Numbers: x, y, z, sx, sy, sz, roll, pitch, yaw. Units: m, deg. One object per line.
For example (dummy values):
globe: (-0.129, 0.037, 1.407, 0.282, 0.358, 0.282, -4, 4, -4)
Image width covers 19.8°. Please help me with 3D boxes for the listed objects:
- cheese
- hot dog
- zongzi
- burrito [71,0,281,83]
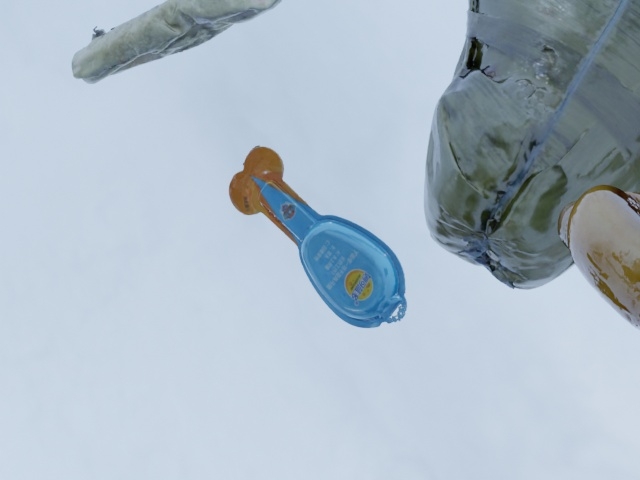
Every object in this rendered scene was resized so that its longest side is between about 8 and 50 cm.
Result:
cheese: (0.000, 0.000, 0.885, 0.111, 0.017, 0.047, 43, 116, 12)
hot dog: (0.171, 0.013, 0.965, 0.090, 0.140, 0.060, 7, 124, -46)
zongzi: (0.110, -0.120, 1.163, 0.251, 0.274, 0.125, -42, 157, -20)
burrito: (-0.111, -0.165, 1.414, 0.185, 0.041, 0.045, -21, 127, 28)
